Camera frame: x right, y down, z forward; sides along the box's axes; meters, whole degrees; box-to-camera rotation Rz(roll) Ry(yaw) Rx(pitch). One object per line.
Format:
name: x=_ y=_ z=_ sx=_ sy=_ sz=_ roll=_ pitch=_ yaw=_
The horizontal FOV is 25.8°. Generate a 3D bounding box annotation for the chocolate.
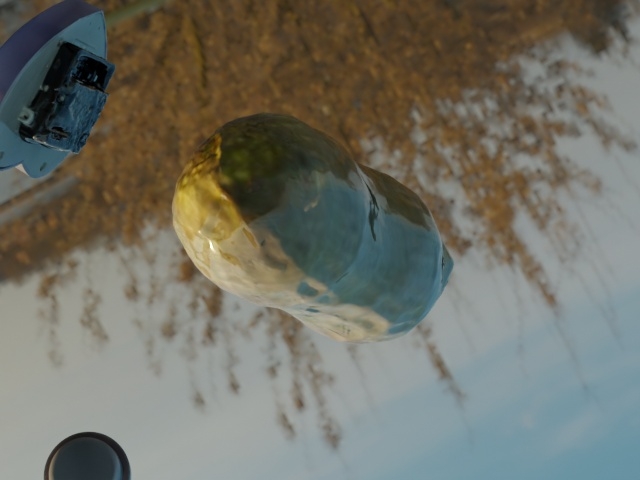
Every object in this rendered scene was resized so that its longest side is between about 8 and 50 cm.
chocolate: x=0.000 y=0.000 z=0.982 sx=0.134 sy=0.134 sz=0.309 roll=-27 pitch=158 yaw=20

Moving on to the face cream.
face cream: x=-0.246 y=0.253 z=1.487 sx=0.091 sy=0.091 sz=0.095 roll=-30 pitch=166 yaw=-9

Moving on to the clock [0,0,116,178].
clock: x=-0.241 y=-0.135 z=1.278 sx=0.172 sy=0.064 sz=0.198 roll=-60 pitch=170 yaw=3
